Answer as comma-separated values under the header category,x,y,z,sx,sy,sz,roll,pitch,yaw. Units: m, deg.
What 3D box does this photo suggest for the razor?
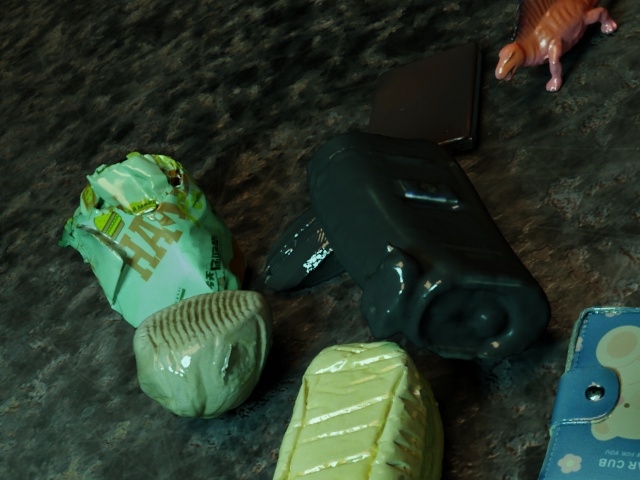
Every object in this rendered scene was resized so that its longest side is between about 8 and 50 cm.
category,x,y,z,sx,sy,sz,roll,pitch,yaw
razor,0.102,-0.001,1.204,0.189,0.107,0.327,5,29,-18

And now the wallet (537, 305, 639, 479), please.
category,x,y,z,sx,sy,sz,roll,pitch,yaw
wallet,0.266,0.146,0.996,0.141,0.059,0.202,0,49,29

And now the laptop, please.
category,x,y,z,sx,sy,sz,roll,pitch,yaw
laptop,0.132,-0.167,1.496,0.154,0.026,0.207,-17,38,26

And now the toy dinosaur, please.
category,x,y,z,sx,sy,sz,roll,pitch,yaw
toy dinosaur,0.302,-0.301,1.415,0.286,0.139,0.070,-44,37,-13

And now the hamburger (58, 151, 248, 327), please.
category,x,y,z,sx,sy,sz,roll,pitch,yaw
hamburger,-0.215,-0.005,1.432,0.235,0.214,0.125,-7,32,40

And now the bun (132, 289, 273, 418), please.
category,x,y,z,sx,sy,sz,roll,pitch,yaw
bun,-0.121,0.130,1.275,0.167,0.113,0.173,-9,19,24

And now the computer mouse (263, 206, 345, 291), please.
category,x,y,z,sx,sy,sz,roll,pitch,yaw
computer mouse,0.000,0.000,1.376,0.172,0.057,0.099,-30,43,8

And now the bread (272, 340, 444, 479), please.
category,x,y,z,sx,sy,sz,roll,pitch,yaw
bread,0.038,0.204,1.068,0.140,0.106,0.236,-14,40,28
